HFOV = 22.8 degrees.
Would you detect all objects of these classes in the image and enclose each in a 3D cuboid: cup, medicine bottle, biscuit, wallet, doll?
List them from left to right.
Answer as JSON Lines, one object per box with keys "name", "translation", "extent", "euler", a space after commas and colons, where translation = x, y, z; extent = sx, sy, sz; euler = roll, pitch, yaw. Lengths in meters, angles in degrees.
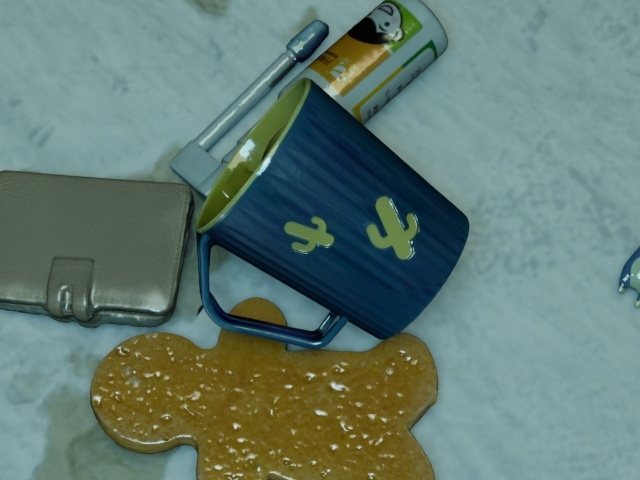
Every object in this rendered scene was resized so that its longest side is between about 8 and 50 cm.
{"name": "wallet", "translation": [-0.174, 0.006, 1.165], "extent": [0.153, 0.039, 0.118], "euler": [7, 64, 5]}
{"name": "biscuit", "translation": [-0.040, 0.122, 1.135], "extent": [0.250, 0.036, 0.165], "euler": [7, 62, 0]}
{"name": "medicine bottle", "translation": [-0.011, -0.107, 1.202], "extent": [0.221, 0.061, 0.092], "euler": [-42, 59, -11]}
{"name": "cup", "translation": [0.000, 0.000, 1.109], "extent": [0.155, 0.131, 0.176], "euler": [34, 97, -12]}
{"name": "doll", "translation": [0.266, -0.002, 1.188], "extent": [0.037, 0.027, 0.125], "euler": [39, 75, 3]}
